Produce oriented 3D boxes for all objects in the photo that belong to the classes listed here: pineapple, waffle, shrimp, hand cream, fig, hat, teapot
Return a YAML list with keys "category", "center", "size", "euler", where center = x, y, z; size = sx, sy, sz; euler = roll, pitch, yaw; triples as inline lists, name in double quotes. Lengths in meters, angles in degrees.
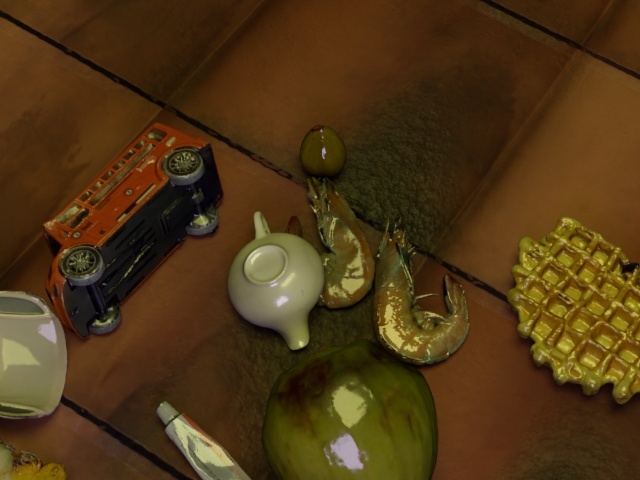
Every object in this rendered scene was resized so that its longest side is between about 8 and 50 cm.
- category: "pineapple"
  center: [-0.462, 0.302, 1.814]
  size: [0.249, 0.164, 0.139]
  euler: [-33, 41, -29]
- category: "waffle"
  center: [0.415, 0.100, 2.048]
  size: [0.283, 0.065, 0.309]
  euler: [-6, 60, -3]
- category: "shrimp"
  center: [0.143, 0.070, 2.070]
  size: [0.143, 0.052, 0.251]
  euler: [4, 64, -12]
- category: "hand cream"
  center: [-0.147, 0.300, 1.916]
  size: [0.052, 0.038, 0.216]
  euler: [-44, 72, 0]
- category: "fig"
  center: [0.003, -0.143, 2.178]
  size: [0.074, 0.088, 0.074]
  euler: [-5, 40, 4]
- category: "hat"
  center: [-0.478, 0.168, 1.967]
  size: [0.226, 0.164, 0.219]
  euler: [26, 52, -32]
- category: "shrimp"
  center: [0.001, 0.001, 2.115]
  size: [0.133, 0.053, 0.236]
  euler: [-23, 62, 8]
- category: "fig"
  center: [0.046, 0.268, 1.836]
  size: [0.239, 0.239, 0.271]
  euler: [-16, 90, -12]
- category: "teapot"
  center: [-0.068, 0.046, 2.047]
  size: [0.145, 0.092, 0.226]
  euler: [-17, 57, 5]

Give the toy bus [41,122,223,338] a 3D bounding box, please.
- category: "toy bus"
  center: [-0.290, -0.018, 2.059]
  size: [0.153, 0.143, 0.329]
  euler: [27, 60, 27]
